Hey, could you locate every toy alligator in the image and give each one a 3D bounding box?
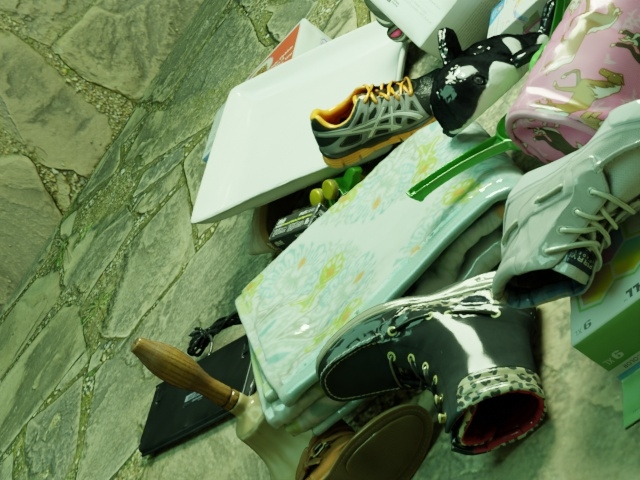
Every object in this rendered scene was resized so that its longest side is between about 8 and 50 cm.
[{"bbox_3d":[0.016,-0.049,2.033,0.190,0.056,0.051,-36,70,57],"label":"toy alligator"}]

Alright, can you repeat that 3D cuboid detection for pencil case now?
[{"bbox_3d":[0.323,-0.226,1.404,0.386,0.160,0.167,-60,-6,-11],"label":"pencil case"}]

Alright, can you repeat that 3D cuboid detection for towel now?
[{"bbox_3d":[0.065,0.024,1.645,0.374,0.090,0.320,-41,23,7],"label":"towel"}]

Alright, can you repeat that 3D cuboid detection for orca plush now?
[{"bbox_3d":[0.185,-0.215,1.640,0.287,0.102,0.151,-42,1,-38],"label":"orca plush"}]

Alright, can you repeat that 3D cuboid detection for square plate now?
[{"bbox_3d":[-0.015,-0.178,2.176,0.344,0.049,0.347,-22,34,26],"label":"square plate"}]

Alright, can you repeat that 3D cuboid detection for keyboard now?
[{"bbox_3d":[-0.159,0.190,2.092,0.317,0.033,0.201,-31,38,50],"label":"keyboard"}]

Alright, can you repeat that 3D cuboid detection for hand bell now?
[{"bbox_3d":[-0.110,0.175,1.668,0.126,0.242,0.126,-48,20,23],"label":"hand bell"}]

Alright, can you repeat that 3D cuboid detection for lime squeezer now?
[{"bbox_3d":[0.207,-0.163,1.510,0.310,0.110,0.059,-59,20,13],"label":"lime squeezer"}]

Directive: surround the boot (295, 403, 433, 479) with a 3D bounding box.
[{"bbox_3d":[0.033,0.219,1.521,0.197,0.073,0.152,-47,14,11],"label":"boot"}]

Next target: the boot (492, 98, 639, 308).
[{"bbox_3d":[0.234,-0.019,1.211,0.258,0.095,0.123,-39,30,58],"label":"boot"}]

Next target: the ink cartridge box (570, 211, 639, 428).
[{"bbox_3d":[0.269,0.043,1.235,0.109,0.062,0.209,-42,24,35],"label":"ink cartridge box"}]

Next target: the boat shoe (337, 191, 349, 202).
[{"bbox_3d":[0.044,-0.042,1.943,0.152,0.049,0.056,-39,26,42],"label":"boat shoe"}]

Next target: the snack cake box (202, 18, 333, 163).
[{"bbox_3d":[-0.084,-0.236,2.512,0.264,0.089,0.152,-43,21,34],"label":"snack cake box"}]

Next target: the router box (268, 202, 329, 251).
[{"bbox_3d":[0.000,0.000,1.916,0.122,0.092,0.038,-20,40,61],"label":"router box"}]

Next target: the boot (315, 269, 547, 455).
[{"bbox_3d":[0.102,0.131,1.386,0.236,0.085,0.178,-23,32,15],"label":"boot"}]

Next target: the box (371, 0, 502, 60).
[{"bbox_3d":[0.164,-0.355,1.937,0.182,0.119,0.181,-52,56,16],"label":"box"}]

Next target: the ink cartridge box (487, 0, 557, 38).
[{"bbox_3d":[0.264,-0.284,1.795,0.122,0.052,0.088,-40,22,37],"label":"ink cartridge box"}]

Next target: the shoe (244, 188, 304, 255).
[{"bbox_3d":[-0.072,-0.064,2.222,0.058,0.076,0.219,-33,31,39],"label":"shoe"}]

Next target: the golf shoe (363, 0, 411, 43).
[{"bbox_3d":[0.172,-0.387,2.061,0.273,0.120,0.105,-32,24,31],"label":"golf shoe"}]

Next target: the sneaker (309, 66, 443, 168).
[{"bbox_3d":[0.083,-0.176,1.951,0.215,0.083,0.084,-29,32,10],"label":"sneaker"}]
